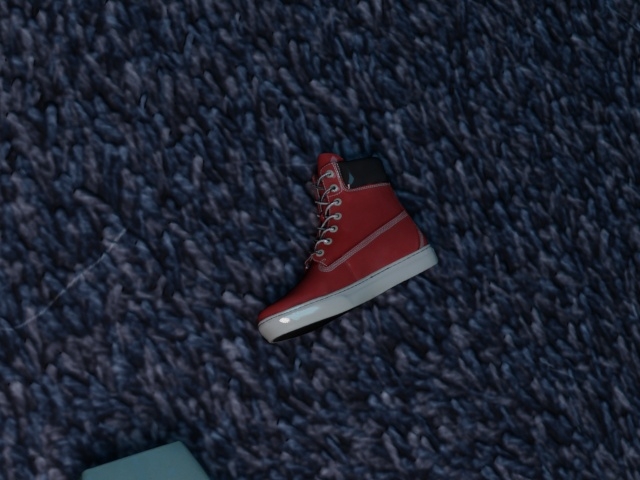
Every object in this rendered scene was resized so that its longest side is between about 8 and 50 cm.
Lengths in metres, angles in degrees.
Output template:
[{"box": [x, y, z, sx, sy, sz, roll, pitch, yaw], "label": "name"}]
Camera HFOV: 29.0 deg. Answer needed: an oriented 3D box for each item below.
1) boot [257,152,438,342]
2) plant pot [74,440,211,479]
[{"box": [0.000, 0.000, 1.407, 0.244, 0.088, 0.176, -28, 88, -33], "label": "boot"}, {"box": [-0.160, 0.330, 1.224, 0.166, 0.166, 0.234, -15, 77, -24], "label": "plant pot"}]
